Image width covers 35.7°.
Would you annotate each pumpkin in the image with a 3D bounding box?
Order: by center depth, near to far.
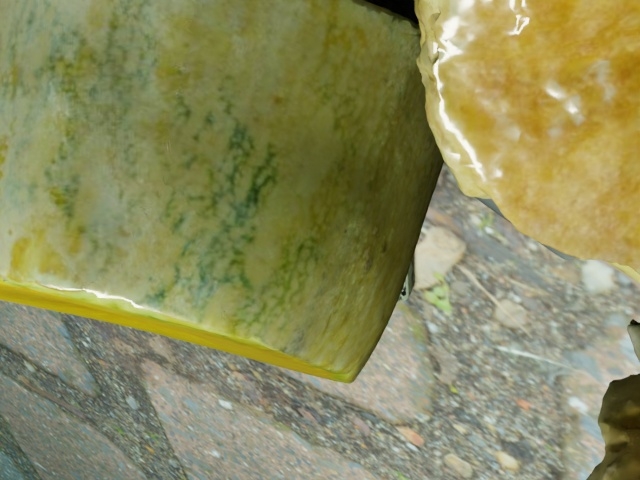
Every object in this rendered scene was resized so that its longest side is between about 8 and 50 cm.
[{"bbox_3d":[-0.084,-0.027,0.583,0.332,0.199,0.332,6,174,1],"label":"pumpkin"}]

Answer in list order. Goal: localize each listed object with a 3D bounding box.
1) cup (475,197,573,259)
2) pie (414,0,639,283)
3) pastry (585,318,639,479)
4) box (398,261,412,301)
[{"bbox_3d":[0.148,-0.046,0.600,0.077,0.078,0.100,38,119,-3],"label":"cup"},{"bbox_3d":[0.195,-0.087,0.392,0.339,0.083,0.339,8,135,8],"label":"pie"},{"bbox_3d":[0.276,0.149,0.465,0.329,0.329,0.136,11,129,41],"label":"pastry"},{"bbox_3d":[0.000,0.000,0.792,0.124,0.093,0.172,24,144,28],"label":"box"}]
